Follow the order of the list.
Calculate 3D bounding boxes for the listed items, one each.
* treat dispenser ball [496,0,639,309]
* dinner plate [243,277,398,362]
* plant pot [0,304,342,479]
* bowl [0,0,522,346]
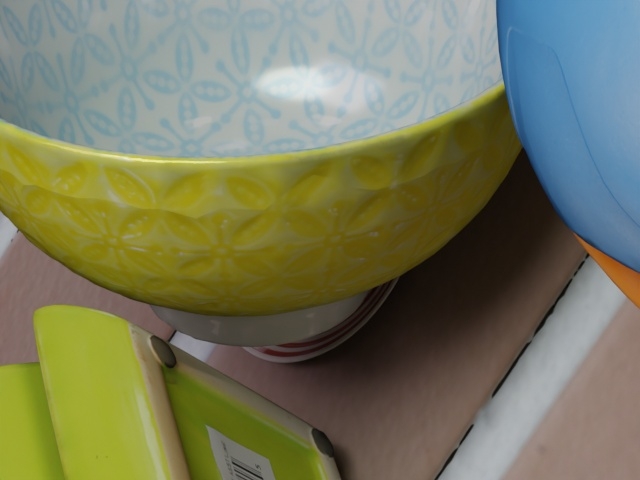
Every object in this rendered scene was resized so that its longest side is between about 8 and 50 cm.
[{"bbox_3d":[0.203,-0.083,0.618,0.288,0.288,0.288,-22,55,35],"label":"treat dispenser ball"},{"bbox_3d":[0.000,0.000,0.972,0.141,0.017,0.141,-22,56,36],"label":"dinner plate"},{"bbox_3d":[-0.099,0.174,0.829,0.207,0.227,0.228,-36,47,18],"label":"plant pot"},{"bbox_3d":[-0.035,-0.044,0.877,0.289,0.289,0.156,42,142,47],"label":"bowl"}]
